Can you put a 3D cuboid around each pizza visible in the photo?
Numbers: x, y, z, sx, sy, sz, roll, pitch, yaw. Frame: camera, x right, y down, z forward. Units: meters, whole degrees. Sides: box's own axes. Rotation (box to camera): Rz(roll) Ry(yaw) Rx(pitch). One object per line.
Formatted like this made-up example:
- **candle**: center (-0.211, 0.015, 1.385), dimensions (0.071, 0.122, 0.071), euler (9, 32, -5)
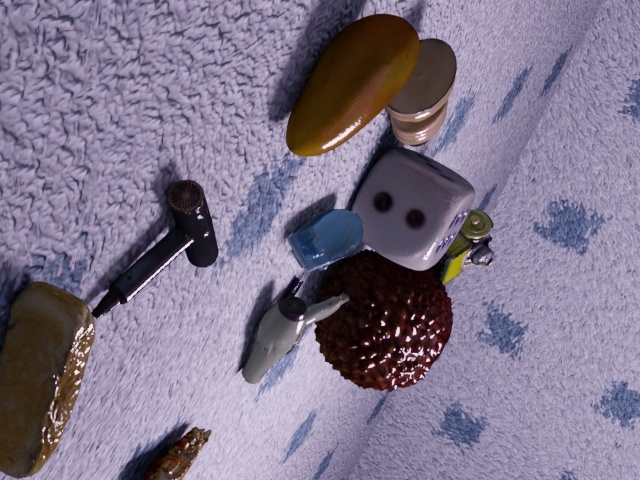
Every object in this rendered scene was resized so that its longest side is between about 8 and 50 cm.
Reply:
- **pizza**: center (-0.257, 0.390, 1.695), dimensions (0.199, 0.062, 0.188), euler (-52, 177, -45)

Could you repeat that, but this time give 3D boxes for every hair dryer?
- **hair dryer**: center (-0.204, 0.035, 1.204), dimensions (0.195, 0.050, 0.173), euler (-49, 162, -17)
- **hair dryer**: center (-0.064, 0.182, 1.831), dimensions (0.219, 0.088, 0.225), euler (-48, 161, 21)

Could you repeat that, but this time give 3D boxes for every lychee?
- **lychee**: center (0.126, 0.164, 2.041), dimensions (0.306, 0.306, 0.330), euler (-53, 137, -18)

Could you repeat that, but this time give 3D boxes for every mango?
- **mango**: center (0.041, -0.218, 1.350), dimensions (0.253, 0.113, 0.138), euler (-48, 167, -10)

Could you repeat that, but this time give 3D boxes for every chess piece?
- **chess piece**: center (0.176, -0.237, 1.761), dimensions (0.307, 0.124, 0.138), euler (71, 22, -75)

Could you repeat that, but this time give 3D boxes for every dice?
- **dice**: center (0.182, -0.065, 1.932), dimensions (0.194, 0.192, 0.193), euler (-61, 164, 15)

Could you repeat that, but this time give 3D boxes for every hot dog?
- **hot dog**: center (-0.298, 0.147, 1.039), dimensions (0.073, 0.084, 0.242), euler (-30, 147, -59)

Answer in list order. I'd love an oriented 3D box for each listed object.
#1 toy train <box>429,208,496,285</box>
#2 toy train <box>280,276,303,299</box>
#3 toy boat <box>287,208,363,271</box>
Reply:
- **toy train**: center (0.259, -0.021, 2.162), dimensions (0.177, 0.261, 0.134), euler (-33, 153, -29)
- **toy train**: center (-0.062, 0.107, 1.828), dimensions (0.083, 0.017, 0.017), euler (-57, 150, -7)
- **toy boat**: center (0.000, 0.000, 1.733), dimensions (0.102, 0.088, 0.215), euler (-27, -175, 34)
